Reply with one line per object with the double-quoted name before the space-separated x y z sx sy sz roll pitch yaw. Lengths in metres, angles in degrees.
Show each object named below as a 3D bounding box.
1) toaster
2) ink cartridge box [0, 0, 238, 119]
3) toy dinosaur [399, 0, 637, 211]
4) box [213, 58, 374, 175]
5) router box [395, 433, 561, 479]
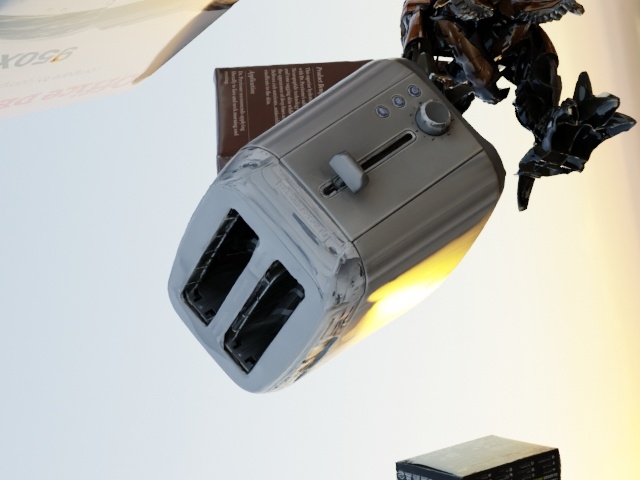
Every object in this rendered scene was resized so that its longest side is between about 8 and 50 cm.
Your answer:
"toaster" 0.000 0.000 0.850 0.129 0.146 0.227 50 144 10
"ink cartridge box" -0.150 -0.245 0.962 0.285 0.395 0.166 -21 -100 -51
"toy dinosaur" 0.123 -0.147 1.014 0.322 0.164 0.218 77 -177 -51
"box" -0.025 -0.102 1.674 0.167 0.203 0.168 90 177 -46
"router box" 0.143 0.211 1.246 0.122 0.092 0.038 -9 -83 -34
